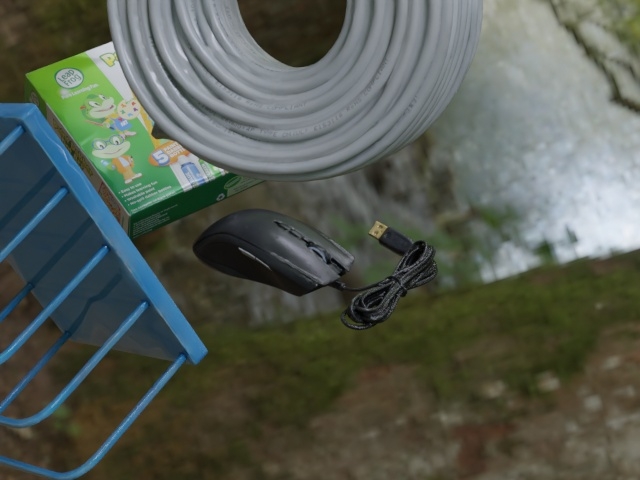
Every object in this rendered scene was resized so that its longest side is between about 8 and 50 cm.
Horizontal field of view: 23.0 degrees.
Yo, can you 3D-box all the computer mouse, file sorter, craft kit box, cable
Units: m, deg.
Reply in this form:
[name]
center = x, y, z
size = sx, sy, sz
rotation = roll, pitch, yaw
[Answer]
[computer mouse]
center = 0.000, 0.000, 1.720
size = 0.184, 0.262, 0.060
rotation = -32, 133, -44
[file sorter]
center = -0.166, 0.026, 0.805
size = 0.104, 0.118, 0.170
rotation = -50, 125, -29
[craft kit box]
center = -0.183, -0.144, 1.864
size = 0.250, 0.061, 0.246
rotation = -26, 58, -26
[cable]
center = -0.020, -0.167, 1.062
size = 0.089, 0.257, 0.257
rotation = -26, 126, -66
